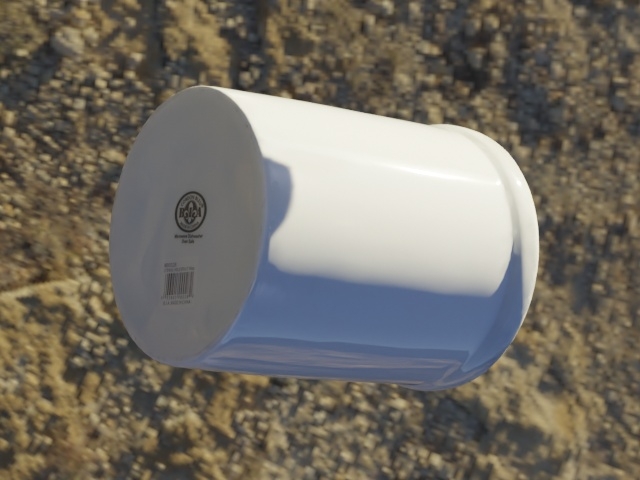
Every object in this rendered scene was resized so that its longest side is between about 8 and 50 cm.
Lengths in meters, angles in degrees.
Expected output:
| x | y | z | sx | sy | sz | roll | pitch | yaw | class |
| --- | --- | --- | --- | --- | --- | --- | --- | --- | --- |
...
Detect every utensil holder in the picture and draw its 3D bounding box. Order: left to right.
| x | y | z | sx | sy | sz | roll | pitch | yaw | class |
| --- | --- | --- | --- | --- | --- | --- | --- | --- | --- |
| 0.000 | 0.000 | 1.617 | 0.385 | 0.327 | 0.328 | 9 | 94 | -39 | utensil holder |
